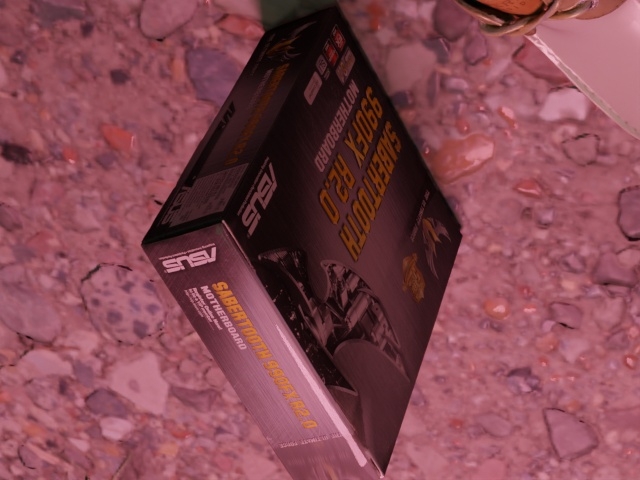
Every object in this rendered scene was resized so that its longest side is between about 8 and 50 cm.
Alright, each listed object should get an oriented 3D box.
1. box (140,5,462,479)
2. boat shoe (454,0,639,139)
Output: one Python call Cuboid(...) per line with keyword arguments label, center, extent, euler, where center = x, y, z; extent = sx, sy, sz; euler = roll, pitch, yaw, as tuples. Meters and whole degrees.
Cuboid(label="box", center=(0.000, 0.000, 0.920), extent=(0.056, 0.231, 0.183), euler=(-17, 118, 28))
Cuboid(label="boat shoe", center=(0.112, -0.154, 0.846), extent=(0.302, 0.103, 0.113), euler=(48, 141, -16))
